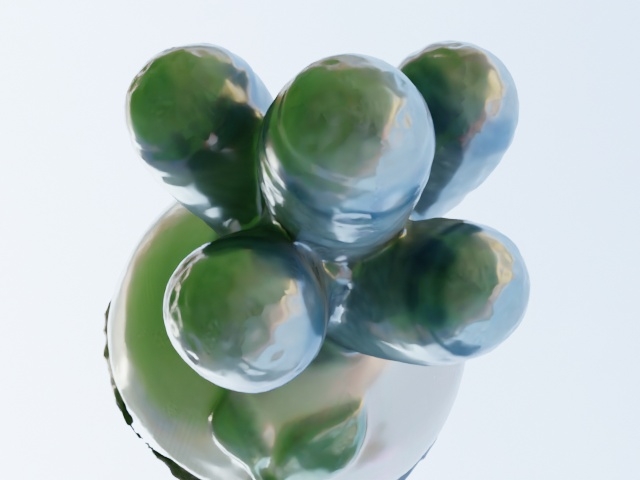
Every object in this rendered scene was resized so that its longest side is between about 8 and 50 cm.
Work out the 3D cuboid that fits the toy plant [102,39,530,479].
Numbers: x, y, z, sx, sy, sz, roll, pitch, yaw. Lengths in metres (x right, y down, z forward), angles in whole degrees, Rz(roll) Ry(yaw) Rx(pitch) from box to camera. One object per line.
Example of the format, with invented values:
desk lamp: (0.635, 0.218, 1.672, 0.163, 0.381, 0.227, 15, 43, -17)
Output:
toy plant: (0.000, 0.000, 0.969, 0.247, 0.332, 0.247, 4, -117, -9)
